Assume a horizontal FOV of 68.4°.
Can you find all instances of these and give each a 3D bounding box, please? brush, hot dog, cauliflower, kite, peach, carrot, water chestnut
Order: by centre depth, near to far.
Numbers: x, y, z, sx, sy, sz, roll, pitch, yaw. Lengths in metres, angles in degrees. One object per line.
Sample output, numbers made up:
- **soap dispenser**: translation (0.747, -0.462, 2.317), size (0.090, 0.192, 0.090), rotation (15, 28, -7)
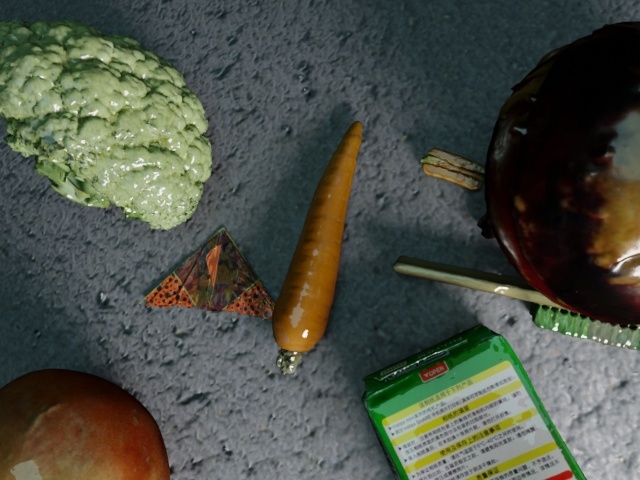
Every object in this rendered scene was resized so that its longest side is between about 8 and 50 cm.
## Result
- **water chestnut**: translation (0.274, -0.058, 0.457), size (0.300, 0.300, 0.300), rotation (-2, 80, 12)
- **peach**: translation (-0.300, 0.273, 0.523), size (0.252, 0.252, 0.252), rotation (-2, 80, 12)
- **brush**: translation (0.221, 0.065, 0.531), size (0.282, 0.054, 0.048), rotation (13, 103, 15)
- **hot dog**: translation (0.165, -0.088, 0.586), size (0.083, 0.021, 0.037), rotation (26, 97, 15)
- **carrot**: translation (0.000, 0.000, 0.587), size (0.069, 0.069, 0.336), rotation (12, 80, 15)
- **cauliflower**: translation (-0.294, -0.137, 0.606), size (0.250, 0.272, 0.275), rotation (-41, 56, 35)
- **kite**: translation (-0.140, 0.041, 0.639), size (0.222, 0.008, 0.125), rotation (5, 81, 14)

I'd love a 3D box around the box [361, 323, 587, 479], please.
- **box**: translation (0.163, 0.230, 0.489), size (0.180, 0.103, 0.250), rotation (-27, 77, 7)
